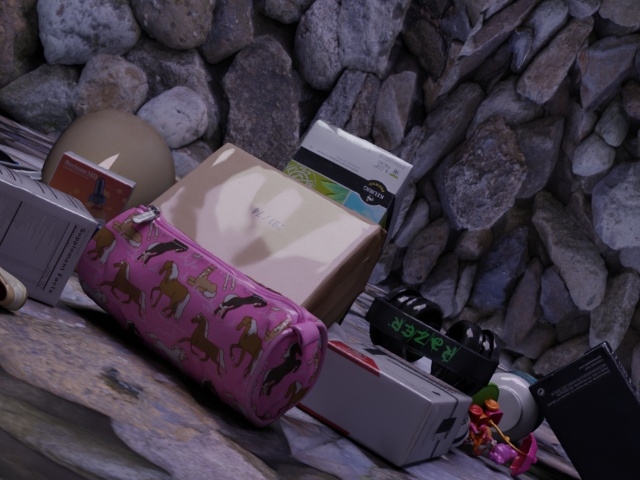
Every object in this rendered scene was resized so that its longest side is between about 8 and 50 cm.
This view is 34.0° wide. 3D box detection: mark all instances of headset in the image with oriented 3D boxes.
[{"bbox_3d":[0.199,0.208,1.901,0.243,0.185,0.394,29,2,16],"label":"headset"}]

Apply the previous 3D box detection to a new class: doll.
[{"bbox_3d":[-0.733,-0.185,2.360,0.189,0.046,0.129,29,5,30],"label":"doll"}]

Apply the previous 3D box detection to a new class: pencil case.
[{"bbox_3d":[-0.164,0.094,1.430,0.386,0.160,0.167,32,-30,33],"label":"pencil case"}]

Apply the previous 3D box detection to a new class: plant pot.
[{"bbox_3d":[-0.436,-0.096,1.998,0.256,0.256,0.274,27,20,-3],"label":"plant pot"}]

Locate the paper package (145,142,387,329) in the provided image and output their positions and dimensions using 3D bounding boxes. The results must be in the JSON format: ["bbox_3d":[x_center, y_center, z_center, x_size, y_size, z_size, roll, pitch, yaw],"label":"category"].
[{"bbox_3d":[-0.115,0.033,1.712,0.325,0.168,0.309,30,45,17],"label":"paper package"}]

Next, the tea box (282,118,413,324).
[{"bbox_3d":[0.000,0.000,2.082,0.220,0.323,0.329,27,-24,8],"label":"tea box"}]

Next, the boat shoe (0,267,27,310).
[{"bbox_3d":[-0.428,0.040,1.304,0.135,0.050,0.045,28,-2,14],"label":"boat shoe"}]

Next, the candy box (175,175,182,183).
[{"bbox_3d":[-0.338,-0.049,2.210,0.316,0.183,0.087,29,5,31],"label":"candy box"}]

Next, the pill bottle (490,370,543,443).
[{"bbox_3d":[0.393,0.350,2.203,0.146,0.146,0.264,28,4,18],"label":"pill bottle"}]

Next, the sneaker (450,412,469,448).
[{"bbox_3d":[0.165,0.270,1.855,0.235,0.090,0.095,27,-32,27],"label":"sneaker"}]

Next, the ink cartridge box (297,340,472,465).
[{"bbox_3d":[0.108,0.255,1.667,0.197,0.114,0.273,28,3,22],"label":"ink cartridge box"}]

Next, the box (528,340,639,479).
[{"bbox_3d":[0.568,0.369,2.073,0.294,0.183,0.296,59,12,13],"label":"box"}]

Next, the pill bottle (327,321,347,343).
[{"bbox_3d":[-0.030,0.172,1.828,0.117,0.117,0.215,25,4,-31],"label":"pill bottle"}]

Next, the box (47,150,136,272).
[{"bbox_3d":[-0.406,-0.047,1.758,0.130,0.170,0.091,26,4,-9],"label":"box"}]

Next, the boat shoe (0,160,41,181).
[{"bbox_3d":[-0.653,-0.141,1.830,0.320,0.103,0.118,26,4,-20],"label":"boat shoe"}]

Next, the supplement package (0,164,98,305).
[{"bbox_3d":[-0.452,-0.029,1.424,0.244,0.139,0.134,27,4,-29],"label":"supplement package"}]

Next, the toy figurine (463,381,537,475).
[{"bbox_3d":[0.318,0.362,1.910,0.173,0.130,0.159,-6,36,-42],"label":"toy figurine"}]
